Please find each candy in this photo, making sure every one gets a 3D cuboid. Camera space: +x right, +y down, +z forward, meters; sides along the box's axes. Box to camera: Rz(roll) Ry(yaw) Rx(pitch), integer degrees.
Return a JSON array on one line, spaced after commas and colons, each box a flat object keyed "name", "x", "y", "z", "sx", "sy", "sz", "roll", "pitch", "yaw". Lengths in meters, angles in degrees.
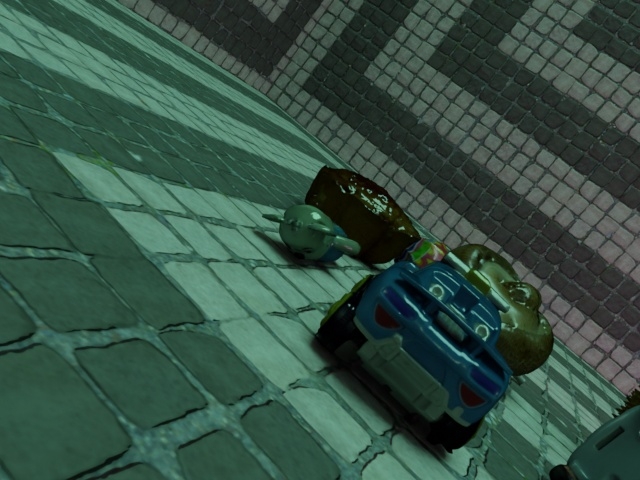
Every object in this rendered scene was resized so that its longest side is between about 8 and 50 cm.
[{"name": "candy", "x": 0.290, "y": 0.147, "z": 1.213, "sx": 0.365, "sy": 0.124, "sz": 0.124, "roll": 51, "pitch": 13, "yaw": 7}]

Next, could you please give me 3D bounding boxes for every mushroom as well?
[{"name": "mushroom", "x": 0.303, "y": 0.127, "z": 1.065, "sx": 0.253, "sy": 0.153, "sz": 0.253, "roll": 25, "pitch": 39, "yaw": -22}]

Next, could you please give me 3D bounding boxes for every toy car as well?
[{"name": "toy car", "x": 0.421, "y": 0.329, "z": 0.681, "sx": 0.212, "sy": 0.180, "sz": 0.270, "roll": 47, "pitch": 9, "yaw": -9}, {"name": "toy car", "x": 0.130, "y": 0.098, "z": 0.694, "sx": 0.198, "sy": 0.166, "sz": 0.314, "roll": 44, "pitch": 11, "yaw": 8}]

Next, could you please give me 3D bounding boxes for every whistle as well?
[{"name": "whistle", "x": 0.000, "y": 0.000, "z": 0.903, "sx": 0.113, "sy": 0.077, "sz": 0.235, "roll": 12, "pitch": -6, "yaw": 22}]

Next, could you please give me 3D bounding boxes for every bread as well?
[{"name": "bread", "x": 0.072, "y": -0.063, "z": 1.210, "sx": 0.232, "sy": 0.135, "sz": 0.247, "roll": 31, "pitch": 14, "yaw": -33}]

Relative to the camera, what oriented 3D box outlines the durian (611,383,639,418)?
[{"name": "durian", "x": 0.658, "y": 0.335, "z": 0.918, "sx": 0.347, "sy": 0.384, "sz": 0.348, "roll": 24, "pitch": 62, "yaw": -57}]
